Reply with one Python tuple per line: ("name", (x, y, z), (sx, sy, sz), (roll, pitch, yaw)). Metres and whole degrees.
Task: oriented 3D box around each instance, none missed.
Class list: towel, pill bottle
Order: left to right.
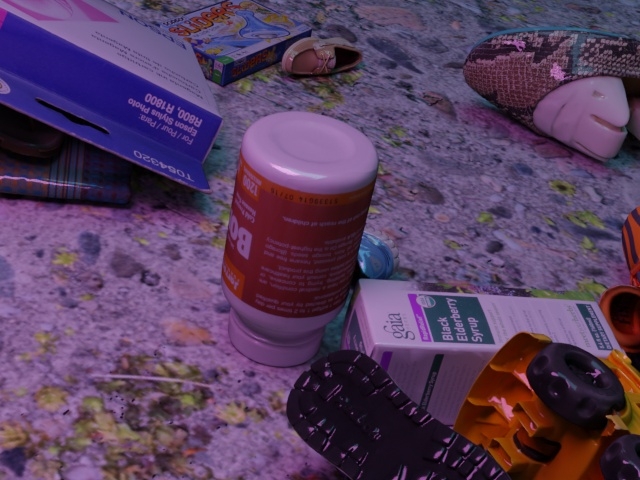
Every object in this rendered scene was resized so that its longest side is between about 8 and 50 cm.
("towel", (-0.395, -0.135, 1.246), (0.370, 0.040, 0.271), (7, 35, -11))
("pill bottle", (-0.025, 0.004, 0.998), (0.121, 0.216, 0.121), (8, 33, -6))

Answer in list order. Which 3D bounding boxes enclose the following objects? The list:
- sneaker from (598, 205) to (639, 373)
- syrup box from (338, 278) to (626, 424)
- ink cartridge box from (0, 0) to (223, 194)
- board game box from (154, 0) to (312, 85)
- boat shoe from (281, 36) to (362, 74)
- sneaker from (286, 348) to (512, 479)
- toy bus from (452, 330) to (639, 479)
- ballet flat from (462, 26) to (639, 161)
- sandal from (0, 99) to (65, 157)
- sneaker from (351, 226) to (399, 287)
("sneaker", (0.345, 0.049, 1.105), (0.180, 0.125, 0.321), (15, 30, -23))
("syrup box", (0.143, 0.105, 1.013), (0.236, 0.096, 0.093), (5, 34, -13))
("ink cartridge box", (-0.268, -0.208, 1.221), (0.324, 0.071, 0.330), (24, 19, -28))
("board game box", (-0.124, -0.284, 1.547), (0.136, 0.035, 0.201), (29, 37, 23))
("boat shoe", (0.004, -0.254, 1.532), (0.045, 0.050, 0.135), (31, 38, 35))
("sneaker", (0.087, 0.197, 0.820), (0.107, 0.124, 0.283), (-38, 40, -1))
("toy bus", (0.247, 0.193, 0.899), (0.211, 0.149, 0.220), (8, 33, -36))
("ballet flat", (0.436, -0.182, 1.494), (0.482, 0.164, 0.182), (3, 55, -17))
("sandal", (-0.313, -0.165, 1.228), (0.090, 0.060, 0.219), (13, 36, -3))
("sneaker", (0.000, 0.000, 1.151), (0.162, 0.063, 0.073), (26, 39, 20))
